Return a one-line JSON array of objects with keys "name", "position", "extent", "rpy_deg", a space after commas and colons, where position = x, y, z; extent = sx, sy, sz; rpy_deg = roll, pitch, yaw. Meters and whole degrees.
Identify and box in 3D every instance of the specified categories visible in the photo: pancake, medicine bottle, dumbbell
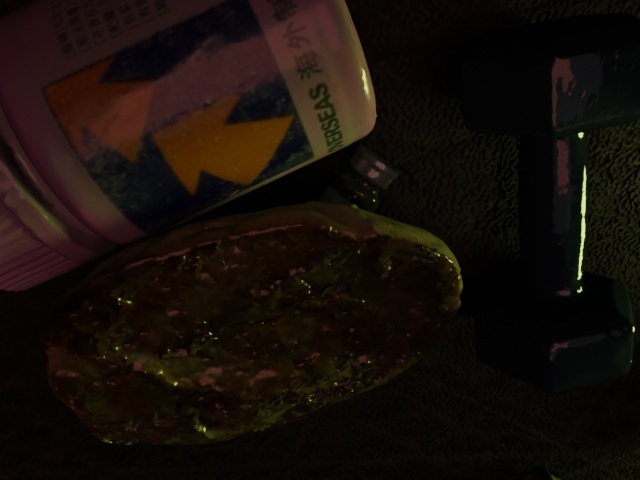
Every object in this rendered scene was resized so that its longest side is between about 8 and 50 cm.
[{"name": "pancake", "position": [-0.051, 0.093, 0.496], "extent": [0.356, 0.065, 0.356], "rpy_deg": [-12, 138, -11]}, {"name": "medicine bottle", "position": [0.000, 0.000, 0.537], "extent": [0.051, 0.051, 0.191], "rpy_deg": [32, 102, -20]}, {"name": "dumbbell", "position": [0.210, -0.028, 0.511], "extent": [0.144, 0.160, 0.325], "rpy_deg": [-24, 117, -31]}, {"name": "medicine bottle", "position": [-0.123, -0.098, 0.405], "extent": [0.290, 0.178, 0.178], "rpy_deg": [-26, 114, 0]}]

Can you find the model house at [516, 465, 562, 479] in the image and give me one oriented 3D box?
[{"name": "model house", "position": [0.341, 0.432, 0.699], "extent": [0.234, 0.193, 0.175], "rpy_deg": [30, 104, -22]}]
